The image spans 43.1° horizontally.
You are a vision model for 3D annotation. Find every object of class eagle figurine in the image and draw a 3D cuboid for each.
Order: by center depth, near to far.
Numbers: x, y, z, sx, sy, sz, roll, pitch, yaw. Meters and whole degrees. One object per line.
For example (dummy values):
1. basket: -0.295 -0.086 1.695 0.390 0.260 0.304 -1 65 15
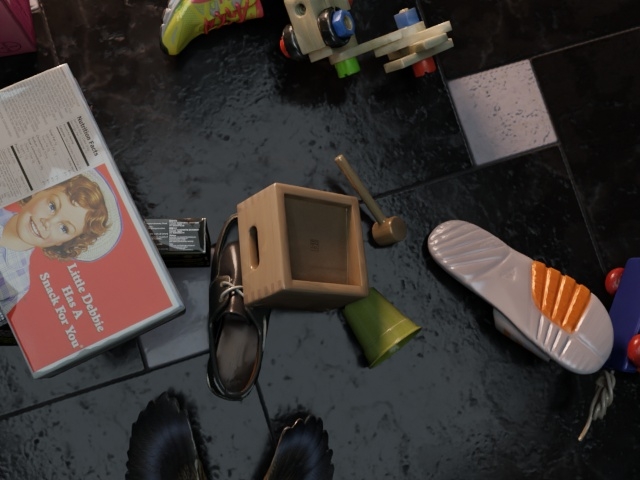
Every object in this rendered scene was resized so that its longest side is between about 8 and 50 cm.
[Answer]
1. eagle figurine: -0.110 0.346 0.917 0.226 0.225 0.298 40 40 -39

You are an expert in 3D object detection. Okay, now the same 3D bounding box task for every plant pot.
1. plant pot: 0.070 0.103 1.005 0.083 0.083 0.079 -35 75 -9

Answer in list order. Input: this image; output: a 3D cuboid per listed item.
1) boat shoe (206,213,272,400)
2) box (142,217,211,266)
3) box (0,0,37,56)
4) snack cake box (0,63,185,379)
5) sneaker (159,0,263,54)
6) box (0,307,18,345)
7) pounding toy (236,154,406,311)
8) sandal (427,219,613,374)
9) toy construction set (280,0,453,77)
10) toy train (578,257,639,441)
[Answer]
1. boat shoe: -0.096 0.078 0.986 0.084 0.079 0.233 5 80 -4
2. box: -0.223 0.006 0.927 0.191 0.184 0.045 0 81 -5
3. box: -0.478 -0.287 0.922 0.243 0.213 0.117 -10 83 -8
4. snack cake box: -0.254 -0.016 0.788 0.152 0.089 0.264 -25 86 -11
5. sneaker: -0.121 -0.306 1.033 0.094 0.081 0.208 41 80 -2
6. box: -0.395 -0.015 0.895 0.060 0.216 0.270 -26 85 -9
7. pounding toy: 0.004 -0.008 0.999 0.206 0.094 0.181 8 68 -38
8. sandal: 0.251 0.071 1.033 0.265 0.076 0.102 40 70 21
9. toy construction set: 0.025 -0.333 1.018 0.327 0.151 0.215 58 37 -3
10. toy train: 0.418 0.158 1.027 0.143 0.105 0.248 25 80 -16
